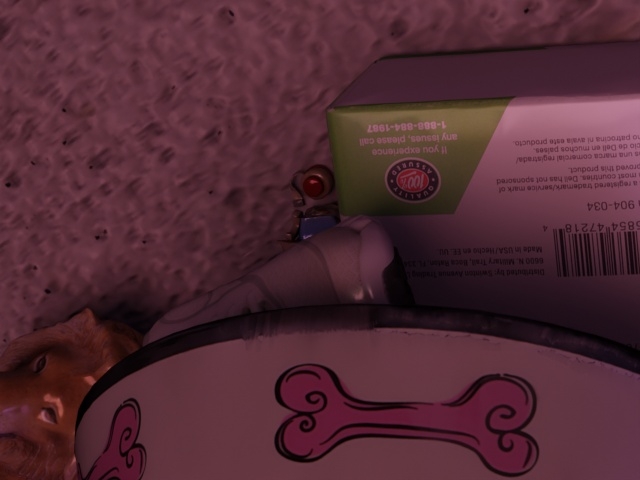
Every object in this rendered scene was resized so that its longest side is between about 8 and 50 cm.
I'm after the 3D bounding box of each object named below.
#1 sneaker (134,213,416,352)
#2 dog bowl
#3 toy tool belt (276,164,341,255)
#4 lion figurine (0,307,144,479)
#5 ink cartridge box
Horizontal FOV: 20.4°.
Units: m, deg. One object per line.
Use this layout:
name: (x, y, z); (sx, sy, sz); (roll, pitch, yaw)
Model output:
sneaker: (-0.029, 0.062, 0.978); (0.118, 0.292, 0.110); (-14, 82, -21)
dog bowl: (0.057, 0.199, 0.934); (0.408, 0.150, 0.408); (6, 147, 4)
toy tool belt: (0.000, 0.000, 1.090); (0.052, 0.051, 0.083); (-6, 108, 19)
lion figurine: (-0.135, 0.253, 1.154); (0.240, 0.142, 0.392); (-28, 88, 28)
ink cartridge box: (0.127, 0.033, 1.028); (0.198, 0.115, 0.272); (-1, 111, 18)
